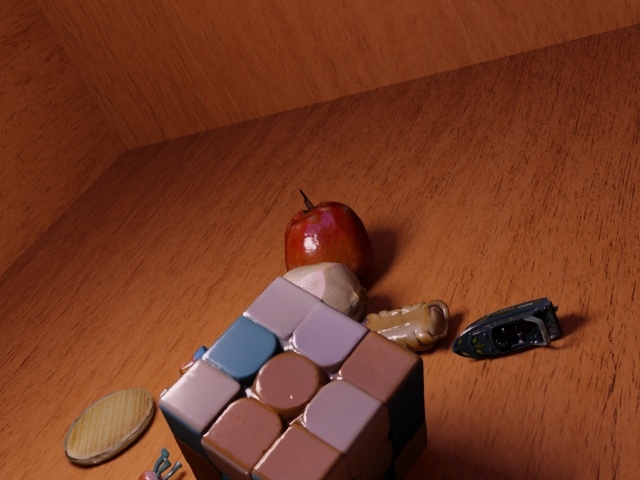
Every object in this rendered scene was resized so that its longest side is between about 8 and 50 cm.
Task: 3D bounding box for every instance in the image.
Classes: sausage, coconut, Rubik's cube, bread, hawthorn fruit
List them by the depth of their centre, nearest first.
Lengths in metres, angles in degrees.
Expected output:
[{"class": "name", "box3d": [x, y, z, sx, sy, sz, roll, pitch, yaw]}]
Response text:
[{"class": "Rubik's cube", "box3d": [-0.034, 0.343, 1.610, 0.344, 0.346, 0.347, 29, 62, 27]}, {"class": "bread", "box3d": [0.194, 0.217, 2.041, 0.225, 0.081, 0.134, -14, 35, 20]}, {"class": "coconut", "box3d": [0.009, 0.165, 2.141, 0.231, 0.227, 0.227, -1, 37, 41]}, {"class": "bread", "box3d": [-0.548, 0.484, 2.270, 0.267, 0.040, 0.267, -21, 27, 12]}, {"class": "hawthorn fruit", "box3d": [0.000, 0.000, 2.345, 0.254, 0.300, 0.254, -26, 15, 7]}, {"class": "sausage", "box3d": [-0.341, 0.333, 2.361, 0.107, 0.031, 0.031, -30, 27, -7]}]

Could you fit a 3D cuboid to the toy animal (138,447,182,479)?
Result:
[{"class": "toy animal", "box3d": [-0.413, 0.558, 1.981, 0.208, 0.100, 0.103, -36, 5, 0]}]

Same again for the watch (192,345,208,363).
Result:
[{"class": "watch", "box3d": [-0.123, 0.305, 1.955, 0.274, 0.241, 0.305, -39, 28, -3]}]

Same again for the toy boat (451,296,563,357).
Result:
[{"class": "toy boat", "box3d": [0.400, 0.199, 1.875, 0.246, 0.092, 0.103, -19, 21, 13]}]
